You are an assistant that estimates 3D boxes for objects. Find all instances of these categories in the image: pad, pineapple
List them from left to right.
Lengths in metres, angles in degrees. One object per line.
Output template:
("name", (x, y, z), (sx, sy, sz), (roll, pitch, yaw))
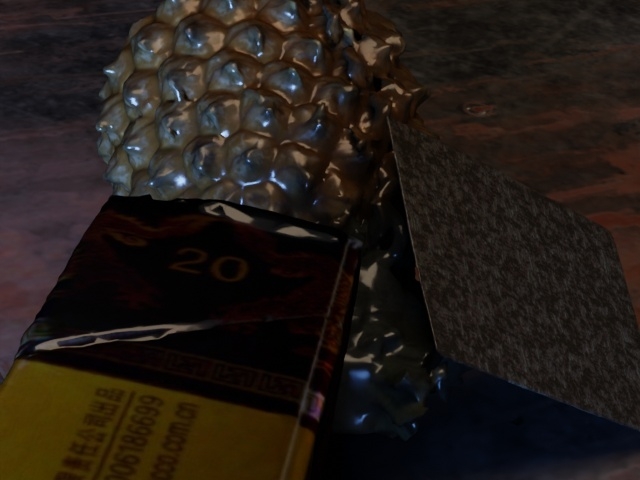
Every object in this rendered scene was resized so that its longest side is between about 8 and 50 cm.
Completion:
("pineapple", (0.000, 0.001, 0.900), (0.223, 0.222, 0.357), (-7, 46, -23))
("pad", (0.128, 0.027, 0.884), (0.235, 0.003, 0.158), (23, 47, -43))

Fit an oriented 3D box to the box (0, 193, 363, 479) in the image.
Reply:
("box", (-0.083, 0.196, 0.503), (0.116, 0.264, 0.415), (11, 35, 4))
